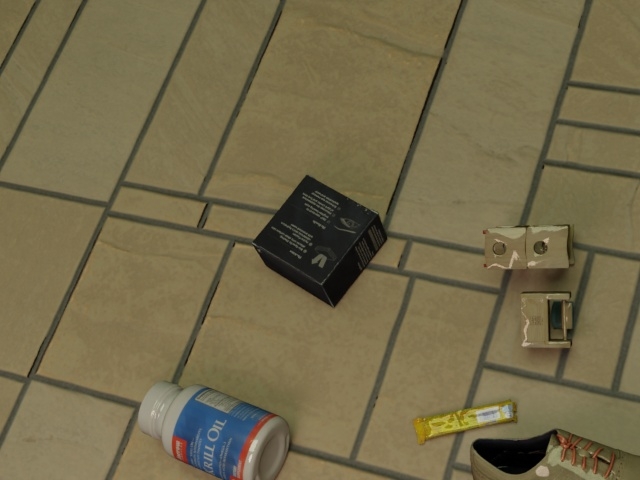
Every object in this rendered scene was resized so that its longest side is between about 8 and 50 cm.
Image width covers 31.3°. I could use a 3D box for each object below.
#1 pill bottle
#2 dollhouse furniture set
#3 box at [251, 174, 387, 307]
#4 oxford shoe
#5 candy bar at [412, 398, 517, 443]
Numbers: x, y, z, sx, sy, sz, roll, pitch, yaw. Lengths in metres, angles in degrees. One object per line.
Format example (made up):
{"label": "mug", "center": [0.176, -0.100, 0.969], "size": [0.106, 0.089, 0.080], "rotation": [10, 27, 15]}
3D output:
{"label": "pill bottle", "center": [-0.170, 0.298, 1.786], "size": [0.222, 0.124, 0.124], "rotation": [17, 68, 25]}
{"label": "dollhouse furniture set", "center": [0.328, 0.068, 1.788], "size": [0.129, 0.129, 0.183], "rotation": [-1, 92, 17]}
{"label": "box", "center": [0.000, 0.000, 1.917], "size": [0.156, 0.093, 0.158], "rotation": [31, 73, 28]}
{"label": "oxford shoe", "center": [0.361, 0.324, 1.552], "size": [0.348, 0.130, 0.123], "rotation": [-8, 27, 30]}
{"label": "candy bar", "center": [0.222, 0.275, 1.745], "size": [0.162, 0.018, 0.040], "rotation": [-14, 63, 8]}
